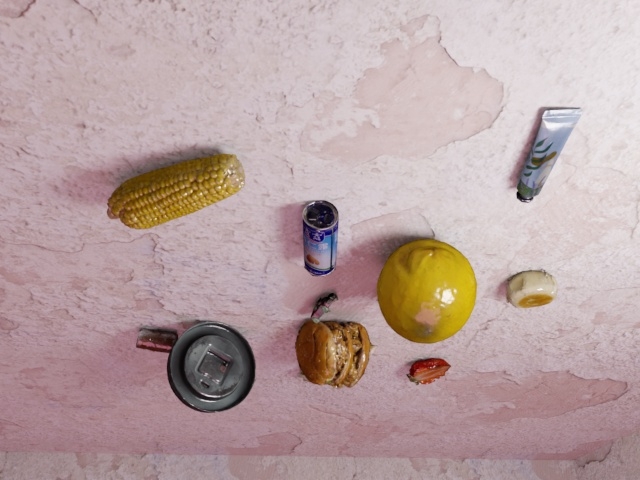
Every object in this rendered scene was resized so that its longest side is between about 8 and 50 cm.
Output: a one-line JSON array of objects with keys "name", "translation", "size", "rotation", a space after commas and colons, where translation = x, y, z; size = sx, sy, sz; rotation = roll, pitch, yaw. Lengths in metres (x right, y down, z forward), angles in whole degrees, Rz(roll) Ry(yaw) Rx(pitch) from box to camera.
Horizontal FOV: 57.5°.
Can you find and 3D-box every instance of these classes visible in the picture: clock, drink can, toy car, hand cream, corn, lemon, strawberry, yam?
[{"name": "clock", "translation": [-0.369, 0.432, 1.987], "size": [0.313, 0.312, 0.061], "rotation": [17, 149, -26]}, {"name": "drink can", "translation": [0.000, 0.000, 1.566], "size": [0.097, 0.097, 0.235], "rotation": [-2, 147, -2]}, {"name": "toy car", "translation": [0.009, 0.218, 1.916], "size": [0.055, 0.069, 0.142], "rotation": [41, 140, 7]}, {"name": "hand cream", "translation": [0.518, -0.194, 1.361], "size": [0.091, 0.058, 0.271], "rotation": [-2, 141, -7]}, {"name": "corn", "translation": [-0.339, -0.111, 1.352], "size": [0.347, 0.130, 0.130], "rotation": [-15, 144, 13]}, {"name": "lemon", "translation": [0.295, 0.140, 1.633], "size": [0.297, 0.297, 0.297], "rotation": [-2, 146, -1]}, {"name": "strawberry", "translation": [0.439, 0.523, 2.377], "size": [0.187, 0.082, 0.146], "rotation": [-24, 146, 18]}, {"name": "yam", "translation": [-0.575, 0.354, 2.060], "size": [0.141, 0.079, 0.079], "rotation": [13, 143, -20]}]

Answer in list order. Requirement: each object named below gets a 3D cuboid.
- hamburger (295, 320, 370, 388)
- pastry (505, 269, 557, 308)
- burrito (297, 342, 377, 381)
[{"name": "hamburger", "translation": [0.038, 0.396, 2.043], "size": [0.211, 0.245, 0.260], "rotation": [8, -176, -30]}, {"name": "pastry", "translation": [0.671, 0.159, 1.855], "size": [0.166, 0.088, 0.166], "rotation": [0, 147, 0]}, {"name": "burrito", "translation": [0.055, 0.473, 2.275], "size": [0.117, 0.076, 0.392], "rotation": [24, 138, -32]}]
